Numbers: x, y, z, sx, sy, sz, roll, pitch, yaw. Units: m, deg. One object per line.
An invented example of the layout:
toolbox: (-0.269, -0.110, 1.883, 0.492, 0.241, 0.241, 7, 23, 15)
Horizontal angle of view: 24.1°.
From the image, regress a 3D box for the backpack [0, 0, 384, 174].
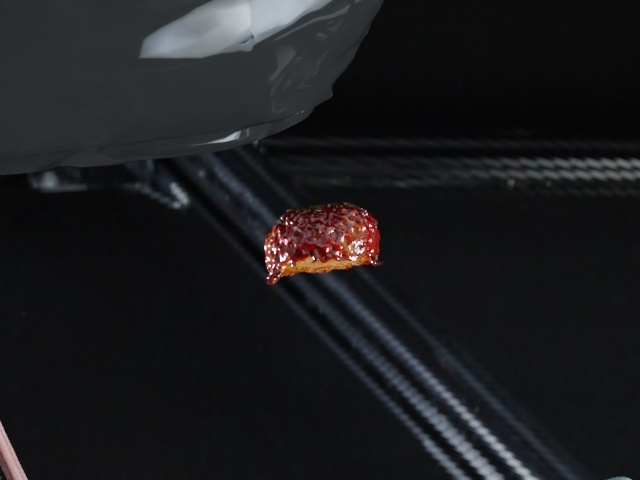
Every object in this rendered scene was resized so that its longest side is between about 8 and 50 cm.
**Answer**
backpack: (-0.154, -0.243, 0.694, 0.363, 0.255, 0.446, -10, -133, -32)

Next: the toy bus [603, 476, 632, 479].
toy bus: (0.128, 0.261, 0.990, 0.271, 0.165, 0.133, 1, -136, -28)

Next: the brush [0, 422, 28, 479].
brush: (-0.280, 0.229, 1.297, 0.103, 0.047, 0.233, -23, -84, -1)

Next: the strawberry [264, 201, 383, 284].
strawberry: (0.000, 0.000, 1.763, 0.145, 0.145, 0.086, -9, -88, -14)
